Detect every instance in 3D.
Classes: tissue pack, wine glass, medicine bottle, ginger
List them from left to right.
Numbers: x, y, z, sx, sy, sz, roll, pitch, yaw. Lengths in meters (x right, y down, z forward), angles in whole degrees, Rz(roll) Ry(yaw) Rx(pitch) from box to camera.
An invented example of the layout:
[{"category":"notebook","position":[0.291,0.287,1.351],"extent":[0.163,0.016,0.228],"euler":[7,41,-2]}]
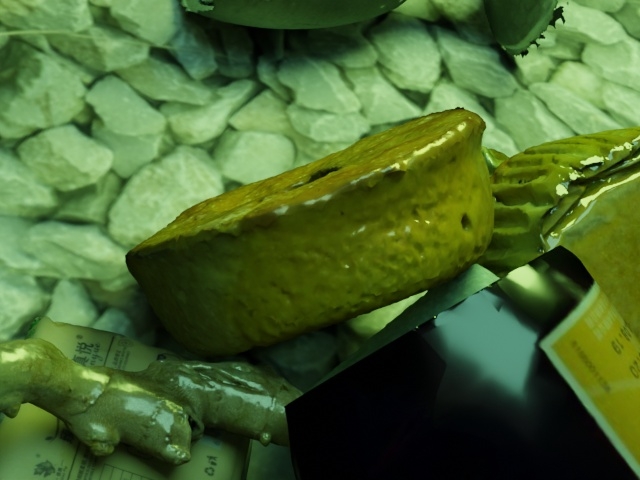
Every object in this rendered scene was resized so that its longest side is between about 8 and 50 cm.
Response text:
[{"category":"tissue pack","position":[-0.145,0.176,1.181],"extent":[0.186,0.090,0.222],"euler":[17,49,-7]},{"category":"ginger","position":[-0.138,0.110,1.134],"extent":[0.288,0.075,0.089],"euler":[4,58,-27]},{"category":"wine glass","position":[0.040,-0.274,1.568],"extent":[0.357,0.190,0.190],"euler":[7,49,-18]},{"category":"medicine bottle","position":[0.164,0.217,1.113],"extent":[0.242,0.242,0.395],"euler":[-31,90,-36]}]

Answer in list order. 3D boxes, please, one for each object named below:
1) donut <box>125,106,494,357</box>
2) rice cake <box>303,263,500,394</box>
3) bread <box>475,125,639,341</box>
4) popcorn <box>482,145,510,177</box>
[{"category":"donut","position":[0.000,0.000,1.268],"extent":[0.303,0.303,0.110],"euler":[-24,97,-33]},{"category":"rice cake","position":[0.063,0.098,1.269],"extent":[0.206,0.063,0.069],"euler":[-38,36,4]},{"category":"bread","position":[0.243,0.023,1.365],"extent":[0.253,0.142,0.227],"euler":[-18,98,-21]},{"category":"popcorn","position":[0.171,-0.030,1.466],"extent":[0.097,0.089,0.109],"euler":[-23,63,-19]}]
